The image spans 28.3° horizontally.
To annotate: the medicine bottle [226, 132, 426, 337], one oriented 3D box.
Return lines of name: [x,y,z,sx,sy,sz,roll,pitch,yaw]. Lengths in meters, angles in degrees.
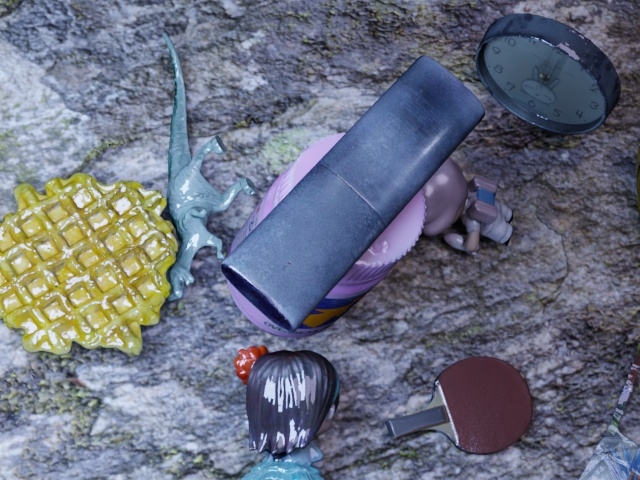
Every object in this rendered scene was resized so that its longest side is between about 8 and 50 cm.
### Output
medicine bottle: [0.000,0.000,1.564,0.178,0.291,0.178,7,69,-17]

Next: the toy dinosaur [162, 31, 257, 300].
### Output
toy dinosaur: [-0.147,-0.105,1.660,0.129,0.076,0.383,-9,64,21]

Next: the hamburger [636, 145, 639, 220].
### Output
hamburger: [0.543,-0.077,1.858,0.113,0.177,0.185,-6,45,-28]

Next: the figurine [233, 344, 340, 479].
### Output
figurine: [-0.049,0.249,1.559,0.137,0.110,0.246,2,72,7]

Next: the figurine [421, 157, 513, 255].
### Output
figurine: [0.172,-0.058,1.754,0.229,0.112,0.137,22,59,-21]

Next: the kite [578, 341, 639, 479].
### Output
kite: [0.439,0.286,1.762,0.169,0.015,0.310,22,65,-9]

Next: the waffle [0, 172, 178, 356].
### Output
waffle: [-0.299,0.029,1.563,0.237,0.059,0.243,14,68,-4]

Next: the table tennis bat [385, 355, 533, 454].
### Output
table tennis bat: [0.187,0.227,1.694,0.220,0.019,0.130,-11,74,-24]

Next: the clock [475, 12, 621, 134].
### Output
clock: [0.321,-0.234,1.811,0.215,0.215,0.042,35,68,-4]

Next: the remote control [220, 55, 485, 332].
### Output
remote control: [0.044,-0.060,1.413,0.107,0.044,0.377,40,62,3]
